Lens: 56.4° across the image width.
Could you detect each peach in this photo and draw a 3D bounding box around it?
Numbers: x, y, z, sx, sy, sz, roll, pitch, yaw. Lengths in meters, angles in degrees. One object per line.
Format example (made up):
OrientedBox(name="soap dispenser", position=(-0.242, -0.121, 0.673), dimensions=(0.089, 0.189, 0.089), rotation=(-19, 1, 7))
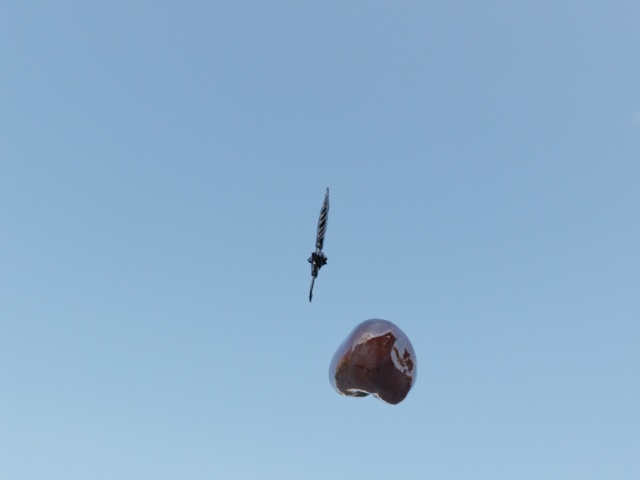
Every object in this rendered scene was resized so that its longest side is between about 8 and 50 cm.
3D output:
OrientedBox(name="peach", position=(0.096, 0.207, 1.034), dimensions=(0.152, 0.152, 0.152), rotation=(1, -58, 2))

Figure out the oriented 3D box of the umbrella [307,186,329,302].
OrientedBox(name="umbrella", position=(0.000, -0.002, 0.630), dimensions=(0.022, 0.149, 0.022), rotation=(6, -31, 4))
